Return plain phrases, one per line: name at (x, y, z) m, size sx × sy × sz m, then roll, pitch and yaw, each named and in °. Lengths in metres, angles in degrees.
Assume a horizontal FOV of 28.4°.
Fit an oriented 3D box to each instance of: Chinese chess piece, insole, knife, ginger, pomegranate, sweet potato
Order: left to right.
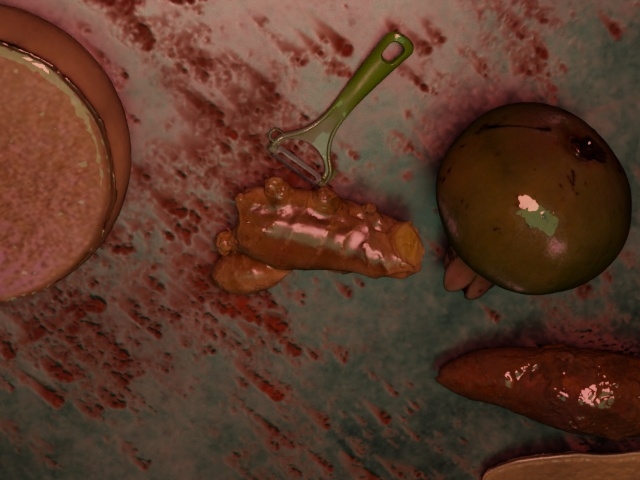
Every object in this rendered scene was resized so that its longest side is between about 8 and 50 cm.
Chinese chess piece at (-0.304, -0.076, 1.122) m, size 0.270 × 0.112 × 0.270 m, roll -1°, pitch 112°, yaw -4°
ginger at (-0.008, -0.011, 1.193) m, size 0.206 × 0.081 × 0.115 m, roll -7°, pitch 99°, yaw 5°
knife at (0.023, -0.129, 1.176) m, size 0.078 × 0.022 × 0.166 m, roll 33°, pitch 107°, yaw -23°
pomegranate at (0.184, -0.017, 1.154) m, size 0.179 × 0.179 × 0.210 m, roll 16°, pitch 110°, yaw -11°
insole at (0.295, 0.250, 1.339) m, size 0.248 × 0.011 × 0.081 m, roll -7°, pitch 127°, yaw 4°
sweet potato at (0.291, 0.156, 1.269) m, size 0.342 × 0.114 × 0.092 m, roll 9°, pitch 75°, yaw -9°
